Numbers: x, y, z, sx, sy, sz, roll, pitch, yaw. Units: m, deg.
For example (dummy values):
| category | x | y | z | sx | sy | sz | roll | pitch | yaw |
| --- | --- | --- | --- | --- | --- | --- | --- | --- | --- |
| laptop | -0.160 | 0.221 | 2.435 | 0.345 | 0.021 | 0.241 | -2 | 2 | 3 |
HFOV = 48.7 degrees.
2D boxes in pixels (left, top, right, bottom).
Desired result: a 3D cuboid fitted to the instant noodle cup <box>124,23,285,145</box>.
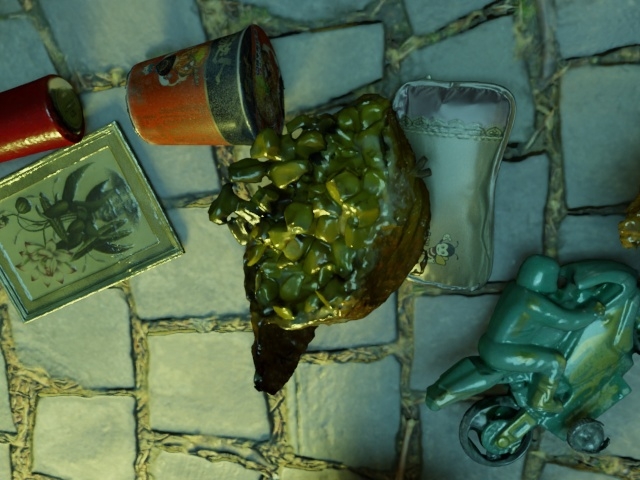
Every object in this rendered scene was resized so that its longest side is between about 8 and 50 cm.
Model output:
| category | x | y | z | sx | sy | sz | roll | pitch | yaw |
| --- | --- | --- | --- | --- | --- | --- | --- | --- | --- |
| instant noodle cup | -0.119 | -0.149 | 0.727 | 0.135 | 0.127 | 0.127 | -4 | 105 | 17 |

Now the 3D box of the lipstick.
| category | x | y | z | sx | sy | sz | roll | pitch | yaw |
| --- | --- | --- | --- | --- | --- | --- | --- | --- | --- |
| lipstick | -0.382 | -0.114 | 0.778 | 0.241 | 0.080 | 0.080 | -15 | 103 | 10 |

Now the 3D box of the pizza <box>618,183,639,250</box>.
| category | x | y | z | sx | sy | sz | roll | pitch | yaw |
| --- | --- | --- | --- | --- | --- | --- | --- | --- | --- |
| pizza | 0.366 | -0.020 | 0.681 | 0.226 | 0.086 | 0.336 | 1 | 98 | -26 |

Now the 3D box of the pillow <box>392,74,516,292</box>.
| category | x | y | z | sx | sy | sz | roll | pitch | yaw |
| --- | --- | --- | --- | --- | --- | --- | --- | --- | --- |
| pillow | 0.132 | -0.057 | 0.762 | 0.130 | 0.038 | 0.233 | 8 | 108 | 9 |

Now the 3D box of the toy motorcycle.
| category | x | y | z | sx | sy | sz | roll | pitch | yaw |
| --- | --- | --- | --- | --- | --- | --- | --- | --- | --- |
| toy motorcycle | 0.253 | 0.117 | 0.757 | 0.296 | 0.109 | 0.198 | -40 | 102 | 5 |

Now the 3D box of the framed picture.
| category | x | y | z | sx | sy | sz | roll | pitch | yaw |
| --- | --- | --- | --- | --- | --- | --- | --- | --- | --- |
| framed picture | -0.295 | -0.016 | 0.830 | 0.231 | 0.010 | 0.173 | -24 | 101 | 11 |

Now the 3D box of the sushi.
| category | x | y | z | sx | sy | sz | roll | pitch | yaw |
| --- | --- | --- | --- | --- | --- | --- | --- | --- | --- |
| sushi | 0.000 | -0.004 | 0.720 | 0.167 | 0.179 | 0.296 | 49 | 116 | 25 |
